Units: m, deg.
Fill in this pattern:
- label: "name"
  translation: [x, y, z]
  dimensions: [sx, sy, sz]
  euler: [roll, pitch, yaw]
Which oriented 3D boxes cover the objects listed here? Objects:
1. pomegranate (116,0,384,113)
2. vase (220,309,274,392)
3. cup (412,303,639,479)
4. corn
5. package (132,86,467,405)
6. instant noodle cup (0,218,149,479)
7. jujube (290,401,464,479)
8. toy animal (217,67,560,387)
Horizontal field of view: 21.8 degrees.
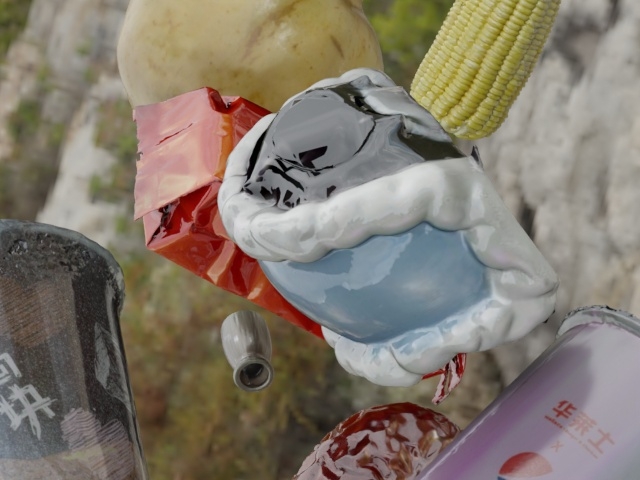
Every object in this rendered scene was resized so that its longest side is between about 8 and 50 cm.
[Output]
- label: "pomegranate"
  translation: [-0.063, -0.224, 1.969]
  dimensions: [0.342, 0.342, 0.343]
  euler: [-166, 90, -73]
- label: "vase"
  translation: [-0.077, 0.120, 1.778]
  dimensions: [0.101, 0.053, 0.053]
  euler: [-108, 36, -61]
- label: "cup"
  translation: [0.120, 0.201, 1.047]
  dimensions: [0.288, 0.203, 0.203]
  euler: [-36, 5, -21]
- label: "corn"
  translation: [0.136, -0.162, 1.342]
  dimensions: [0.085, 0.063, 0.165]
  euler: [36, 117, 24]
- label: "package"
  translation: [-0.001, 0.000, 1.671]
  dimensions: [0.123, 0.423, 0.196]
  euler: [-46, 28, 27]
- label: "instant noodle cup"
  translation: [-0.186, 0.129, 0.906]
  dimensions: [0.217, 0.217, 0.207]
  euler: [-57, 44, 46]
- label: "jujube"
  translation: [0.066, 0.271, 1.554]
  dimensions: [0.232, 0.213, 0.213]
  euler: [-46, 3, -28]
- label: "toy animal"
  translation: [0.041, -0.001, 1.070]
  dimensions: [0.156, 0.204, 0.208]
  euler: [-36, 30, 2]
